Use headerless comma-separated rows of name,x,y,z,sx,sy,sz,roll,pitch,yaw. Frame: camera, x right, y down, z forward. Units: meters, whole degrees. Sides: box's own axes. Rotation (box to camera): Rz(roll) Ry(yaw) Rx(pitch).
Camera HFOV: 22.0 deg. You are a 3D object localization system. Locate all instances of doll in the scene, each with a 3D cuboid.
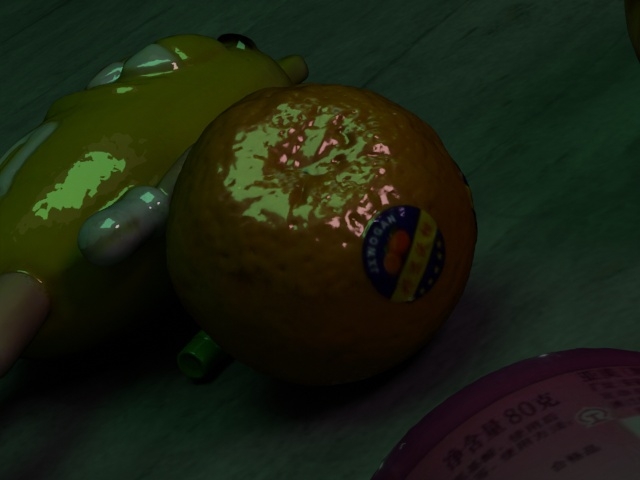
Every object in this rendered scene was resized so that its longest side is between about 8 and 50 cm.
doll,-0.183,0.017,1.088,0.348,0.161,0.423,-30,15,22

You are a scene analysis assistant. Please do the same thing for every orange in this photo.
orange,0.000,-0.003,0.931,0.177,0.177,0.155,-28,-19,-9

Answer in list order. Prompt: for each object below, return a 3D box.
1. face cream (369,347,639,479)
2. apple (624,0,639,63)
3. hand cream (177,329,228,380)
face cream,0.109,0.144,0.495,0.175,0.175,0.195,-26,22,-6
apple,0.307,-0.187,0.900,0.275,0.299,0.299,6,26,-1
hand cream,-0.048,0.047,1.049,0.036,0.023,0.122,-9,24,39
